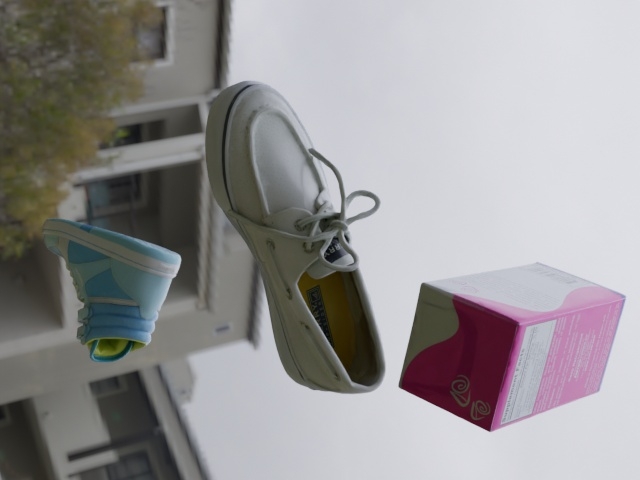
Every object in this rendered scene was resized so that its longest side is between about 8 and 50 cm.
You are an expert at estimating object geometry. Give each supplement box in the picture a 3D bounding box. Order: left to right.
[{"bbox_3d":[0.190,0.097,1.136,0.111,0.220,0.114,23,-73,37],"label":"supplement box"}]

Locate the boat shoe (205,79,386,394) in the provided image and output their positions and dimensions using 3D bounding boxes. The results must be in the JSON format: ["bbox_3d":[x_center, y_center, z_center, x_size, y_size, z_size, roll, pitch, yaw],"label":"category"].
[{"bbox_3d":[-0.006,0.005,1.241,0.156,0.135,0.367,6,-65,53],"label":"boat shoe"}]

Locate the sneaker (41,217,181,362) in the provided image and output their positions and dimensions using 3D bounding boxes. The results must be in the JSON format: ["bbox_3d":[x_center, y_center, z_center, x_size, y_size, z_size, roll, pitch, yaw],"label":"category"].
[{"bbox_3d":[-0.376,0.082,1.910,0.319,0.127,0.208,15,-91,45],"label":"sneaker"}]
